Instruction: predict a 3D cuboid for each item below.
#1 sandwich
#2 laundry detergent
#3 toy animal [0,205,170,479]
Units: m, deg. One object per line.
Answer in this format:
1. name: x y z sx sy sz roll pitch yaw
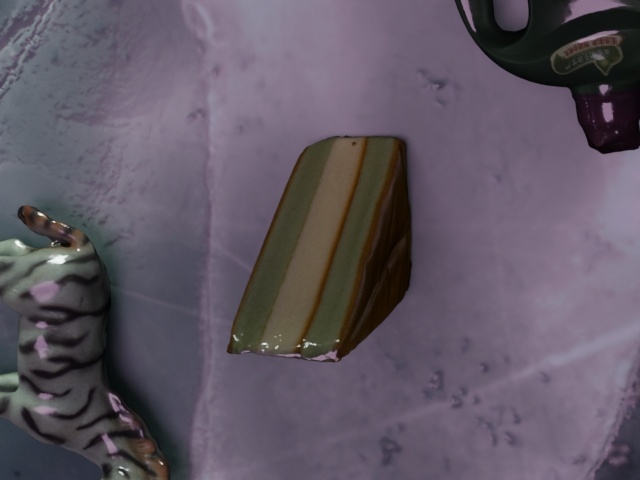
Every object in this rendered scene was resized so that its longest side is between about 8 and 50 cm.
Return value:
1. sandwich: 0.000 0.000 0.763 0.079 0.163 0.113 2 103 20
2. laundry detergent: 0.146 -0.158 0.719 0.144 0.078 0.221 -4 104 23
3. toy animal: -0.217 0.105 0.917 0.170 0.090 0.255 -15 100 19
